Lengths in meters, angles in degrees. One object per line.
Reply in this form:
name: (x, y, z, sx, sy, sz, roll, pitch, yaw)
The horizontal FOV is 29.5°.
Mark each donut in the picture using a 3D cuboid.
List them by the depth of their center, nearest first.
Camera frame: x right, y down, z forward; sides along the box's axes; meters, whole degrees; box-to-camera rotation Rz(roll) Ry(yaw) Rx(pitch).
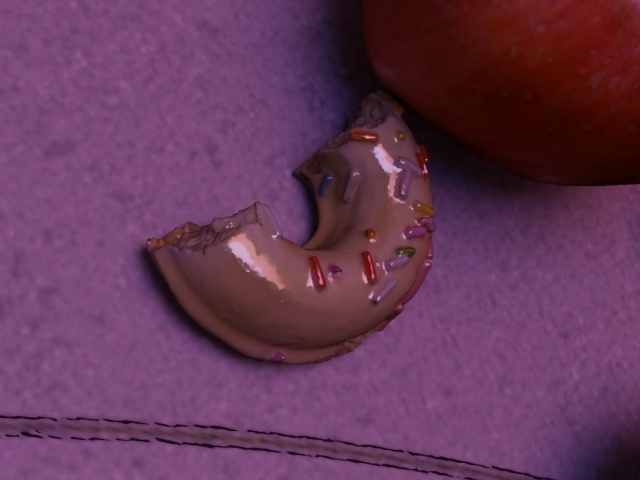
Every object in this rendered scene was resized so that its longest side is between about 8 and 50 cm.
donut: (0.004, 0.002, 0.623, 0.166, 0.065, 0.108, -35, 93, -34)

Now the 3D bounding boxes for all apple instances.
apple: (0.135, -0.135, 0.655, 0.242, 0.241, 0.242, 2, 82, -18)

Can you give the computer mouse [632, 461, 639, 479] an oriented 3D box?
computer mouse: (0.243, 0.258, 0.637, 0.188, 0.122, 0.370, -3, 75, -16)
